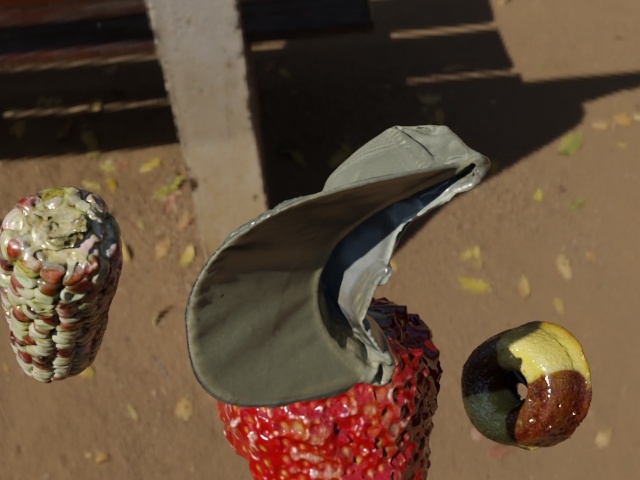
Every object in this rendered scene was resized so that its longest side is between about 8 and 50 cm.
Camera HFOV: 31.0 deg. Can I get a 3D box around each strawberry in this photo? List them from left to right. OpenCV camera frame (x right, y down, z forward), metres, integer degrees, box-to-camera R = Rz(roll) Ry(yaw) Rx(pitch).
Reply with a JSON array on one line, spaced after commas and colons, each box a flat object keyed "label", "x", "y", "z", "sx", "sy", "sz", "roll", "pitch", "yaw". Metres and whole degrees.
[{"label": "strawberry", "x": 0.007, "y": 0.176, "z": 1.290, "sx": 0.261, "sy": 0.258, "sz": 0.261, "roll": 0, "pitch": 20, "yaw": 0}]

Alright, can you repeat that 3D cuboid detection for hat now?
[{"label": "hat", "x": 0.000, "y": 0.000, "z": 0.845, "sx": 0.244, "sy": 0.214, "sz": 0.149, "roll": 5, "pitch": 32, "yaw": -32}]

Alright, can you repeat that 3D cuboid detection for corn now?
[{"label": "corn", "x": -0.209, "y": 0.049, "z": 0.919, "sx": 0.092, "sy": 0.280, "sz": 0.092, "roll": 6, "pitch": 61, "yaw": -11}]

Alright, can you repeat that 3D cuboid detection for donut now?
[{"label": "donut", "x": 0.257, "y": 0.190, "z": 1.488, "sx": 0.073, "sy": 0.184, "sz": 0.166, "roll": -2, "pitch": 83, "yaw": -39}]
